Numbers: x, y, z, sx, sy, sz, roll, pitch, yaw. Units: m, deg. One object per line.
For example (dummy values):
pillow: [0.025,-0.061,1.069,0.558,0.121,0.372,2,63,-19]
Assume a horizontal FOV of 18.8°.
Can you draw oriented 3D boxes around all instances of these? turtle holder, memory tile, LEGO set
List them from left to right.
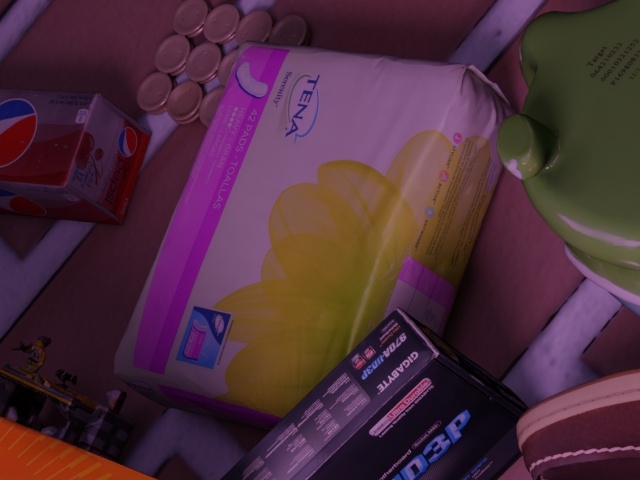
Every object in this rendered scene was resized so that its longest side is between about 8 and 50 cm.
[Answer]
LEGO set: [-0.306,0.133,1.488,0.331,0.255,0.192,20,79,34]
memory tile: [-0.083,-0.146,1.624,0.148,0.012,0.113,16,77,36]
turtle holder: [0.238,-0.041,1.217,0.320,0.227,0.243,-3,51,37]

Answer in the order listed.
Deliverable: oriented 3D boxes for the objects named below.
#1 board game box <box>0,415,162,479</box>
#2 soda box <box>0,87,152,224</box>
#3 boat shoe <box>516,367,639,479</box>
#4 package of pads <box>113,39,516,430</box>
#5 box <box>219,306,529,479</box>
board game box: [-0.309,0.320,1.167,0.356,0.356,0.356,121,169,-51]
soda box: [-0.280,-0.076,1.671,0.263,0.083,0.092,6,71,35]
boat shoe: [0.280,0.149,1.184,0.342,0.123,0.123,-3,67,24]
package of pads: [0.000,0.000,1.444,0.229,0.101,0.296,11,75,36]
box: [0.028,0.162,1.301,0.220,0.175,0.051,-44,52,6]
